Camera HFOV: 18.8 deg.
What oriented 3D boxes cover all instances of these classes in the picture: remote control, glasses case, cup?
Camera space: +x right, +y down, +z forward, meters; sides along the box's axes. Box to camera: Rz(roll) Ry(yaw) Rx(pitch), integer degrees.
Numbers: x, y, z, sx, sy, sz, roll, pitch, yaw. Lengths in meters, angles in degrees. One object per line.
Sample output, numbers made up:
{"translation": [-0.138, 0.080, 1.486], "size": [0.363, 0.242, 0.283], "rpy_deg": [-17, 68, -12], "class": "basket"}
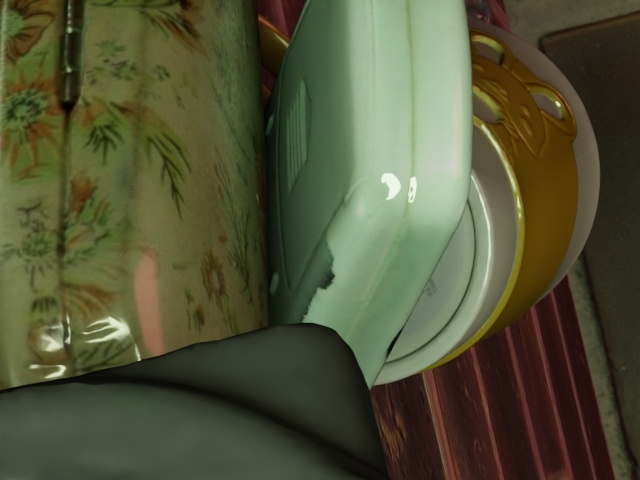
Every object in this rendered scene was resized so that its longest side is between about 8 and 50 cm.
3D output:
{"translation": [0.000, 0.000, 0.769], "size": [0.296, 0.056, 0.140], "rpy_deg": [114, -24, -56], "class": "remote control"}
{"translation": [-0.073, -0.077, 0.734], "size": [0.156, 0.098, 0.425], "rpy_deg": [78, 6, -51], "class": "glasses case"}
{"translation": [0.021, -0.037, 1.020], "size": [0.241, 0.185, 0.226], "rpy_deg": [42, 19, 4], "class": "cup"}

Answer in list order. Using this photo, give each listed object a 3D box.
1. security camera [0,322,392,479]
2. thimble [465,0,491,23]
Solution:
{"translation": [-0.036, 0.179, 0.459], "size": [0.277, 0.197, 0.191], "rpy_deg": [75, 1, -51], "class": "security camera"}
{"translation": [0.067, -0.166, 1.423], "size": [0.127, 0.118, 0.151], "rpy_deg": [64, 17, -52], "class": "thimble"}
